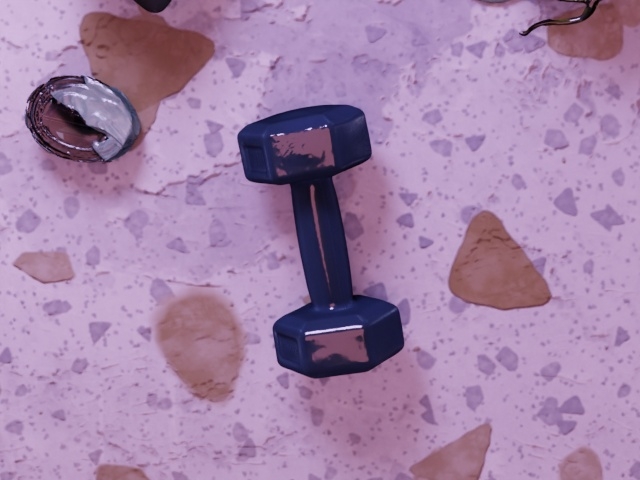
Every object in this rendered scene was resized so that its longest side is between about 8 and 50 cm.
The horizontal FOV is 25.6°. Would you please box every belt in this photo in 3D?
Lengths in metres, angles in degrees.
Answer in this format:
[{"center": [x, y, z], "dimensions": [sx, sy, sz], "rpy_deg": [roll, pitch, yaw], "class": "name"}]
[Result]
[{"center": [-0.288, -0.147, 1.705], "dimensions": [0.140, 0.058, 0.105], "rpy_deg": [18, 95, 3], "class": "belt"}]

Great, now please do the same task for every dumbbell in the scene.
[{"center": [0.001, 0.000, 1.676], "dimensions": [0.156, 0.143, 0.316], "rpy_deg": [-9, 101, 4], "class": "dumbbell"}]

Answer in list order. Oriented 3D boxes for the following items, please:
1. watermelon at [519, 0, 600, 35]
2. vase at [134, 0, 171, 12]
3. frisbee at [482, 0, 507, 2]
[{"center": [0.293, -0.370, 1.602], "dimensions": [0.204, 0.127, 0.232], "rpy_deg": [-16, 98, 5], "class": "watermelon"}, {"center": [-0.148, -0.429, 1.601], "dimensions": [0.173, 0.173, 0.321], "rpy_deg": [42, 94, -5], "class": "vase"}, {"center": [0.208, -0.337, 1.670], "dimensions": [0.110, 0.014, 0.110], "rpy_deg": [0, 101, 2], "class": "frisbee"}]
